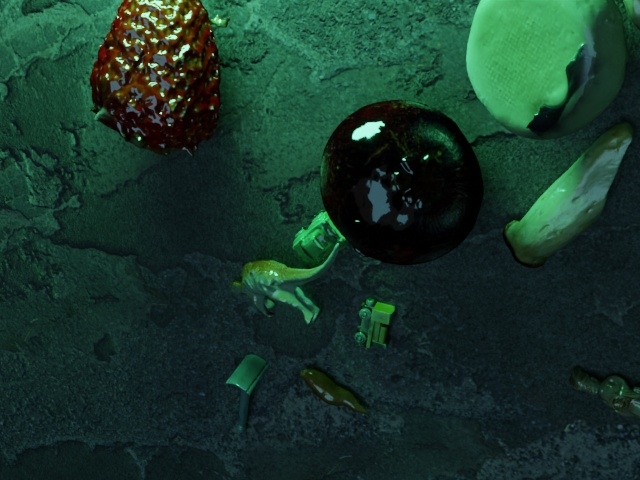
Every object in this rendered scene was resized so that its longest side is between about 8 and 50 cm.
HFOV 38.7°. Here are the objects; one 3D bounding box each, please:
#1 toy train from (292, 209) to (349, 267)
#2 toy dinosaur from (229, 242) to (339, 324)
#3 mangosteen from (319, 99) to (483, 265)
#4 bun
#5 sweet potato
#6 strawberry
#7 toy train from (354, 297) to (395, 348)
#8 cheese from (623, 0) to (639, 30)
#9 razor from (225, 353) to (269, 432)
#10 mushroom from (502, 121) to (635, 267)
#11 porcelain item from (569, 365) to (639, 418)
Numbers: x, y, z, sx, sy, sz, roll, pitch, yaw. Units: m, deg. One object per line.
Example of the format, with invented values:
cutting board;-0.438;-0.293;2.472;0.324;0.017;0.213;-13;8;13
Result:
toy train;0.000;0.000;1.948;0.099;0.081;0.149;47;125;-3
toy dinosaur;-0.070;0.103;1.994;0.205;0.092;0.393;43;147;-4
mangosteen;0.146;-0.109;1.706;0.330;0.330;0.330;11;119;21
bun;0.397;-0.321;1.536;0.293;0.187;0.293;23;121;44
sweet potato;0.034;0.360;2.133;0.195;0.056;0.056;30;124;4
strawberry;-0.307;-0.350;1.834;0.292;0.292;0.343;30;109;10
toy train;0.118;0.185;2.005;0.081;0.050;0.122;12;118;12
cheese;0.579;-0.385;1.465;0.159;0.093;0.263;-17;105;28
razor;-0.184;0.395;2.247;0.068;0.106;0.232;22;134;16
mushroom;0.469;-0.074;1.681;0.107;0.087;0.333;43;123;2
porcelain item;0.604;0.313;1.826;0.213;0.054;0.084;21;120;17
